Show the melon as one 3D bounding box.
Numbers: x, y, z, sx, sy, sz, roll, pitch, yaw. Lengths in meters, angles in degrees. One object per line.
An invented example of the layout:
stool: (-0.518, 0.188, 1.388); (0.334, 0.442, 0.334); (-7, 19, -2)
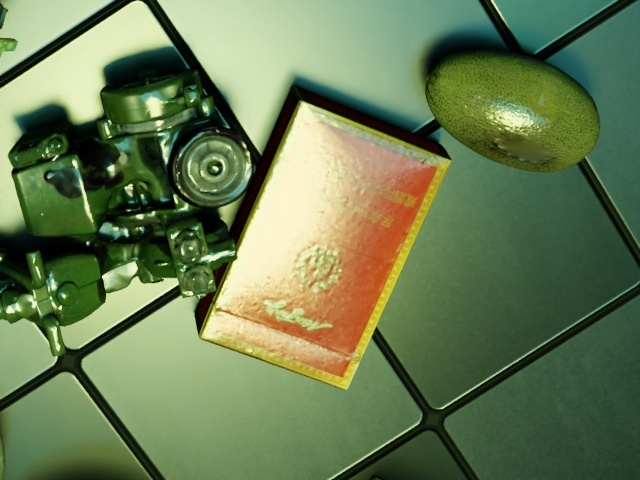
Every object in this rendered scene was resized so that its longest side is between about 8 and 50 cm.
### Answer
melon: (0.170, -0.117, 1.568); (0.162, 0.099, 0.099); (20, 104, -10)

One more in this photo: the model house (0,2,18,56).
model house: (-0.383, -0.165, 1.398); (0.271, 0.206, 0.178); (21, 130, -14)

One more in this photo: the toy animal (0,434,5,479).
toy animal: (-0.327, 0.251, 1.612); (0.138, 0.108, 0.236); (-25, 110, 0)

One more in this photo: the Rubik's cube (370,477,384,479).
Rubik's cube: (0.084, 0.344, 1.672); (0.154, 0.155, 0.151); (29, 102, -16)

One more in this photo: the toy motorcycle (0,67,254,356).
toy motorcycle: (-0.190, -0.029, 1.531); (0.275, 0.127, 0.205); (-14, 108, -3)

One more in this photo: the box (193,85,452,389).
box: (0.000, -0.001, 1.598); (0.153, 0.074, 0.240); (20, 103, -17)
